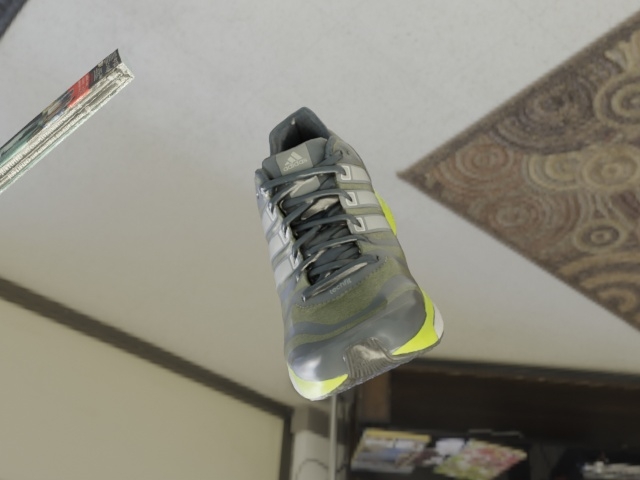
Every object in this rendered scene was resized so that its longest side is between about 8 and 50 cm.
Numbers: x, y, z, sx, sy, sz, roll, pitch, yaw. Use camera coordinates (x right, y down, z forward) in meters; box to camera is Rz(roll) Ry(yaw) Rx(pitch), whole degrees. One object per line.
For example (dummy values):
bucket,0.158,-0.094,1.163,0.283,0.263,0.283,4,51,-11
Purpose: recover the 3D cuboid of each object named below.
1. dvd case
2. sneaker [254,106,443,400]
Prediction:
dvd case,-0.154,-0.062,0.537,0.119,0.087,0.013,-40,111,-1
sneaker,0.000,0.000,0.659,0.111,0.300,0.121,-26,115,3
